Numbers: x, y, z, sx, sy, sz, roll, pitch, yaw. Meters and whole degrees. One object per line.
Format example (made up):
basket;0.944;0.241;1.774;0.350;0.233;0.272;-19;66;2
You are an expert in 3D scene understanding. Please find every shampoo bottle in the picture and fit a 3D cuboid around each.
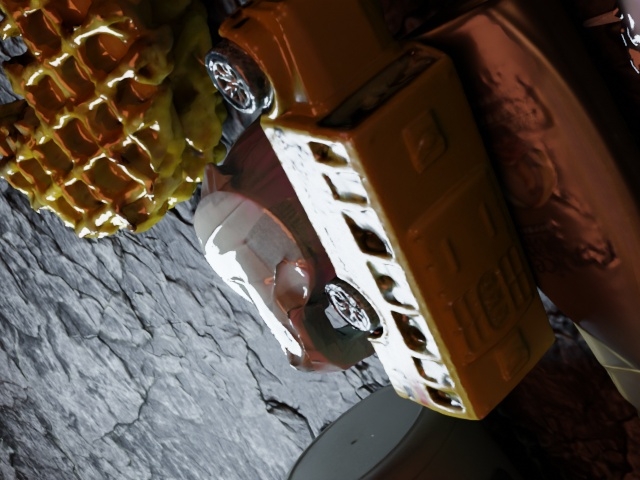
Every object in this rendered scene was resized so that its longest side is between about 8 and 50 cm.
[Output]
shampoo bottle;0.186;-0.017;0.707;0.126;0.084;0.350;-10;116;53

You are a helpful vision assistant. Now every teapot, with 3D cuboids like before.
teapot;-0.012;-0.005;0.825;0.163;0.178;0.221;17;133;34

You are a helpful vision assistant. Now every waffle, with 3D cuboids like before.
waffle;-0.219;-0.151;0.925;0.261;0.151;0.324;32;140;24

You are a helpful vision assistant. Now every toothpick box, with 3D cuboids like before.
toothpick box;0.135;0.302;0.927;0.316;0.229;0.229;51;141;-8

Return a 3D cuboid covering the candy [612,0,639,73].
candy;0.189;-0.231;0.467;0.116;0.155;0.265;-4;119;50

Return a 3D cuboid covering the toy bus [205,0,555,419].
toy bus;0.054;-0.029;0.683;0.123;0.121;0.335;21;145;51

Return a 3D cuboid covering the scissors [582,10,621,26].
scissors;0.207;-0.150;0.636;0.083;0.006;0.036;-8;118;46
